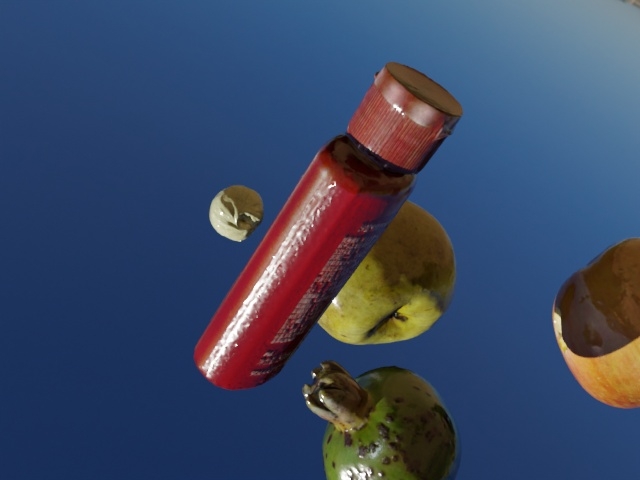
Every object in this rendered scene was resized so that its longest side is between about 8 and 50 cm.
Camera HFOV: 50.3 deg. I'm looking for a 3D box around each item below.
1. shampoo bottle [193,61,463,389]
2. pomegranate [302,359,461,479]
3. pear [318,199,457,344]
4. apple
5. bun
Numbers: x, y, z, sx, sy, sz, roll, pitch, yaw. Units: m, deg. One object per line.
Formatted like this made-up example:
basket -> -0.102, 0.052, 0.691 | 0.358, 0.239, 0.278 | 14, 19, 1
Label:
shampoo bottle -> -0.001, 0.000, 0.576 | 0.076, 0.314, 0.118 | 47, -148, 21
pomegranate -> 0.074, 0.251, 0.891 | 0.248, 0.202, 0.202 | 40, -157, -25
pear -> 0.095, 0.047, 1.305 | 0.304, 0.304, 0.304 | 23, -151, -14
apple -> 0.485, 0.125, 1.065 | 0.242, 0.242, 0.241 | -23, -97, -57
bun -> -0.120, -0.040, 1.006 | 0.086, 0.086, 0.055 | 11, -173, -32
